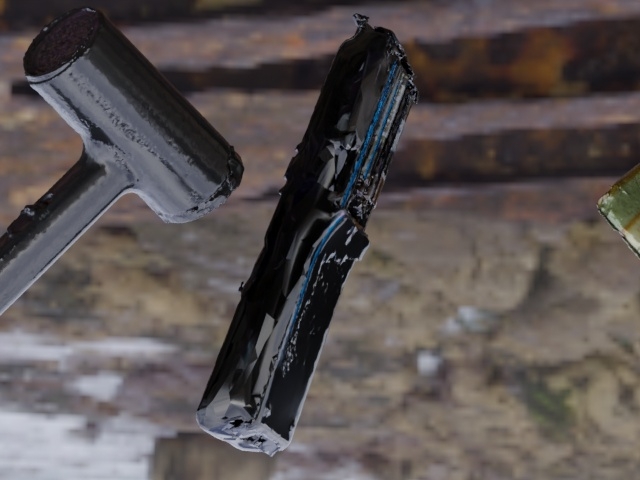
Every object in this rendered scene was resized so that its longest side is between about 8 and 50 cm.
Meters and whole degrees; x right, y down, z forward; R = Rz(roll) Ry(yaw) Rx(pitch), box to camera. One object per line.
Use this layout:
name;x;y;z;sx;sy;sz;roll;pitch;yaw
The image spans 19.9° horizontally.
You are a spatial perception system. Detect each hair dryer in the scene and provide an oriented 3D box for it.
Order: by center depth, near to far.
hair dryer;-0.203;-0.040;1.489;0.089;0.251;0.197;23;159;52

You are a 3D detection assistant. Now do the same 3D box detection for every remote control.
remote control;0.000;0.000;1.643;0.062;0.399;0.144;15;168;24

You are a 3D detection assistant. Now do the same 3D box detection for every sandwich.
sandwich;0.468;-0.053;2.273;0.198;0.155;0.227;-43;168;9
